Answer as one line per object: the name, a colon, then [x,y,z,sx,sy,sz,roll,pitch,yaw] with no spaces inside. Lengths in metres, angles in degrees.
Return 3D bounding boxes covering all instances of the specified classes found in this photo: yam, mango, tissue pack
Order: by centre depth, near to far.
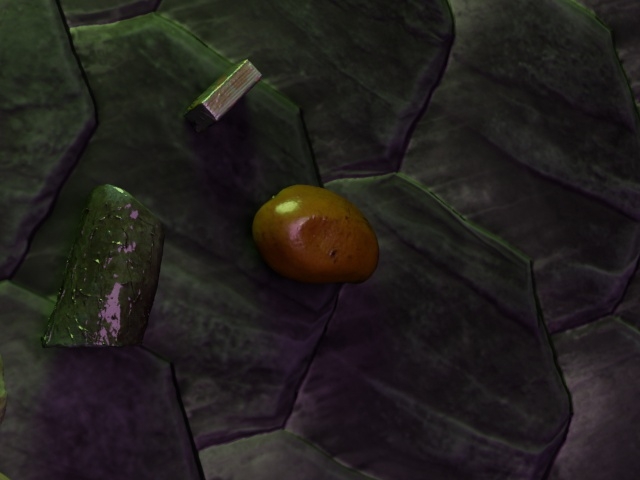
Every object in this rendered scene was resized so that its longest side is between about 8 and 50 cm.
yam: [-0.224,0.039,1.520,0.107,0.107,0.183,19,74,-25]
tissue pack: [-0.112,-0.166,1.623,0.035,0.063,0.083,46,64,-11]
mango: [-0.001,-0.007,1.646,0.165,0.089,0.115,1,85,-30]

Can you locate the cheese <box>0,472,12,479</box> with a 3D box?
cheese: [-0.391,0.298,1.347,0.235,0.117,0.218,-31,129,-7]

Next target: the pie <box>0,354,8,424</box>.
pie: [-0.451,0.128,1.405,0.306,0.071,0.306,4,82,-29]
